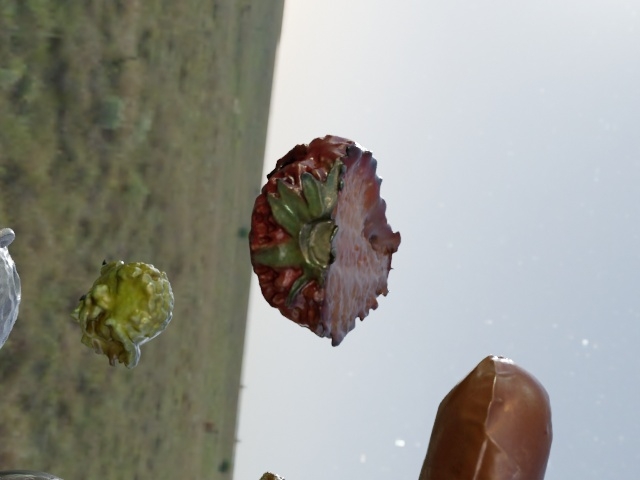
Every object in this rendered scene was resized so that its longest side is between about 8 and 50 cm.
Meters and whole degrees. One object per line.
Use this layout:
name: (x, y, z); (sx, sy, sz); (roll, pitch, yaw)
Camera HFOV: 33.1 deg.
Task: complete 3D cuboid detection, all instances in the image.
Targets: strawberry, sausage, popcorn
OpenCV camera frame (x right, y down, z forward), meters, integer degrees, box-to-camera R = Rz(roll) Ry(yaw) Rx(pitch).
strawberry: (-0.002, -0.016, 1.410); (0.280, 0.150, 0.253); (-32, 126, -65)
sausage: (0.162, 0.246, 1.093); (0.133, 0.133, 0.258); (-100, -156, -77)
popcorn: (-0.390, 0.138, 2.124); (0.218, 0.169, 0.189); (-15, -147, 49)

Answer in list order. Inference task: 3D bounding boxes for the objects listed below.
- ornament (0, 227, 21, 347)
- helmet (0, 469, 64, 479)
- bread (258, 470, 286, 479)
ornament: (-0.744, 0.112, 2.048); (0.337, 0.337, 0.337); (-174, -90, -86)
helmet: (-0.386, 0.398, 1.313); (0.231, 0.278, 0.160); (60, -4, -2)
bread: (-0.049, 0.411, 1.648); (0.053, 0.132, 0.074); (3, -118, 57)
